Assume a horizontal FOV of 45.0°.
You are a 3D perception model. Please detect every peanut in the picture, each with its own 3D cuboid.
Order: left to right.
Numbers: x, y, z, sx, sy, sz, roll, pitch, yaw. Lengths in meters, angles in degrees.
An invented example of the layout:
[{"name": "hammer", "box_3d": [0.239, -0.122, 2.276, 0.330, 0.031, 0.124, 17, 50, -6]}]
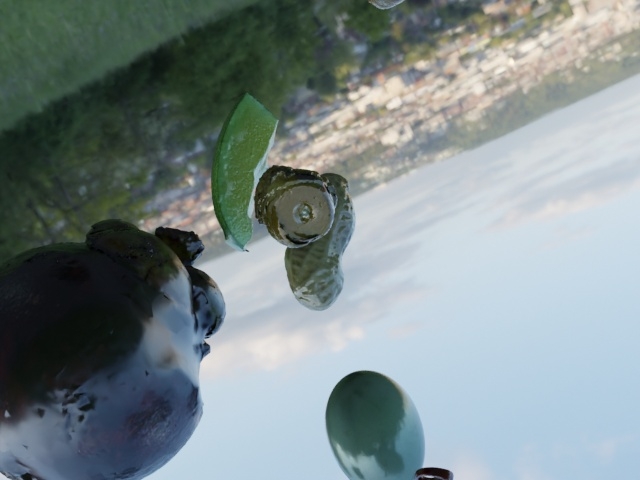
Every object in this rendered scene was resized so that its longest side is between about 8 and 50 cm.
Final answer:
[{"name": "peanut", "box_3d": [0.000, 0.000, 1.646, 0.136, 0.298, 0.120, 15, 170, -14]}]

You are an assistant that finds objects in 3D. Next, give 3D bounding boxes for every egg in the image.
[{"name": "egg", "box_3d": [0.097, 0.341, 1.360, 0.168, 0.231, 0.168, -21, 179, 0]}]

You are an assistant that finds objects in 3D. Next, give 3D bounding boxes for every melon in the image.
[{"name": "melon", "box_3d": [-0.179, -0.135, 1.667, 0.124, 0.323, 0.196, 11, 157, 4]}]

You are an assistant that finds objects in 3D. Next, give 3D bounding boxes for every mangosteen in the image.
[{"name": "mangosteen", "box_3d": [-0.337, 0.157, 1.132, 0.381, 0.381, 0.421, -24, -146, 27]}]

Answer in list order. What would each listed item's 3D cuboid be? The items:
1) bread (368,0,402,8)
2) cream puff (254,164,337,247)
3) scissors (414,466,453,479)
[{"name": "bread", "box_3d": [0.112, -0.596, 1.388, 0.084, 0.344, 0.124, -18, -161, -30]}, {"name": "cream puff", "box_3d": [-0.041, -0.057, 1.166, 0.119, 0.133, 0.104, -51, -159, 9]}, {"name": "scissors", "box_3d": [0.148, 0.376, 1.158, 0.247, 0.144, 0.017, -29, -142, 52]}]
